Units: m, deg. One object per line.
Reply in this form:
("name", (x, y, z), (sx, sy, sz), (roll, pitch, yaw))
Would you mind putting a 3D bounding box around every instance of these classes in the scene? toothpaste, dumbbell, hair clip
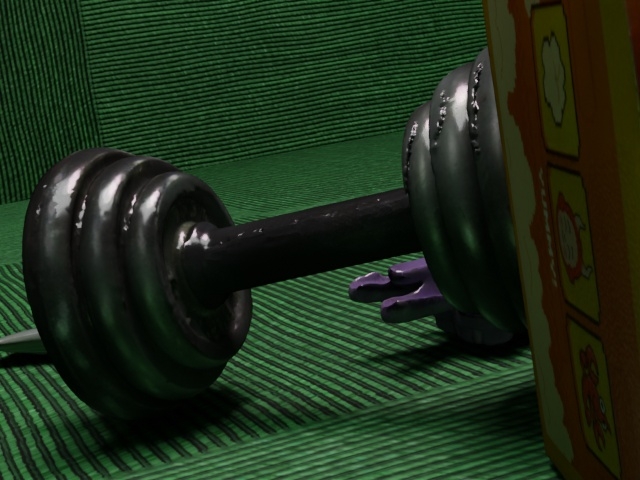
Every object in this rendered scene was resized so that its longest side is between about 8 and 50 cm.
("toothpaste", (-0.175, 0.074, 0.993), (0.218, 0.041, 0.064), (-8, -4, 22))
("dumbbell", (0.000, 0.000, 0.723), (0.406, 0.179, 0.179), (-12, 7, 23))
("hair clip", (0.162, 0.022, 0.865), (0.278, 0.090, 0.137), (-22, 26, -18))

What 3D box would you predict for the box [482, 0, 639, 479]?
("box", (0.232, -0.024, 0.485), (0.283, 0.259, 0.214), (-9, 8, -1))
